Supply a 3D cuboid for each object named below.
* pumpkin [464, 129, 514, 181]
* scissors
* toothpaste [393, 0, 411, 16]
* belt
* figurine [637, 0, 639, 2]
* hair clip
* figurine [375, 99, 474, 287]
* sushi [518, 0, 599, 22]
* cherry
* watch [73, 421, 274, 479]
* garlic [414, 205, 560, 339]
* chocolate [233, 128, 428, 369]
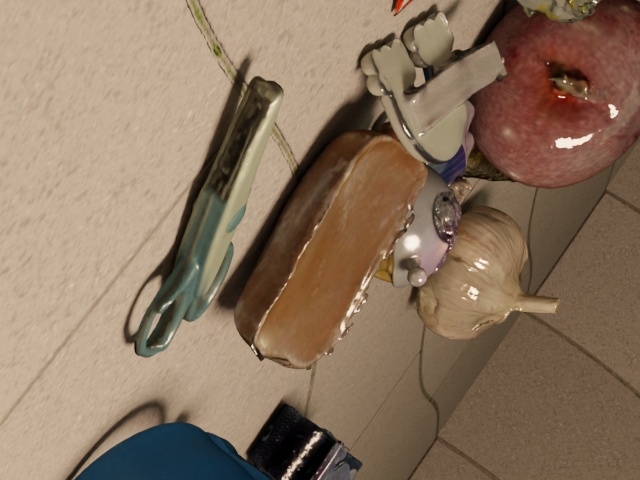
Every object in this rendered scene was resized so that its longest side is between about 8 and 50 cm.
[{"bbox_3d":[0.309,-0.122,2.135,0.278,0.163,0.111,-39,156,-50],"label":"pumpkin"},{"bbox_3d":[-0.087,-0.020,1.256,0.138,0.041,0.289,-43,163,-50],"label":"scissors"},{"bbox_3d":[0.104,-0.273,1.366,0.071,0.045,0.193,-43,168,-21],"label":"toothpaste"},{"bbox_3d":[-0.026,0.306,2.007,0.128,0.122,0.218,-54,159,-6],"label":"belt"},{"bbox_3d":[0.361,-0.269,2.030,0.158,0.161,0.276,6,112,-59],"label":"figurine"},{"bbox_3d":[0.118,-0.153,1.518,0.220,0.054,0.140,-39,116,-52],"label":"hair clip"},{"bbox_3d":[0.109,-0.050,1.688,0.274,0.133,0.194,-37,141,-61],"label":"figurine"},{"bbox_3d":[0.278,-0.351,1.583,0.184,0.139,0.274,-52,162,-31],"label":"sushi"},{"bbox_3d":[0.303,-0.186,1.842,0.261,0.221,0.307,-49,161,8],"label":"cherry"},{"bbox_3d":[-0.167,0.332,1.452,0.305,0.241,0.274,-56,150,2],"label":"watch"},{"bbox_3d":[0.267,0.070,2.315,0.218,0.212,0.219,-50,158,-29],"label":"garlic"},{"bbox_3d":[-0.001,0.001,1.510,0.261,0.083,0.161,-60,149,-3],"label":"chocolate"}]
